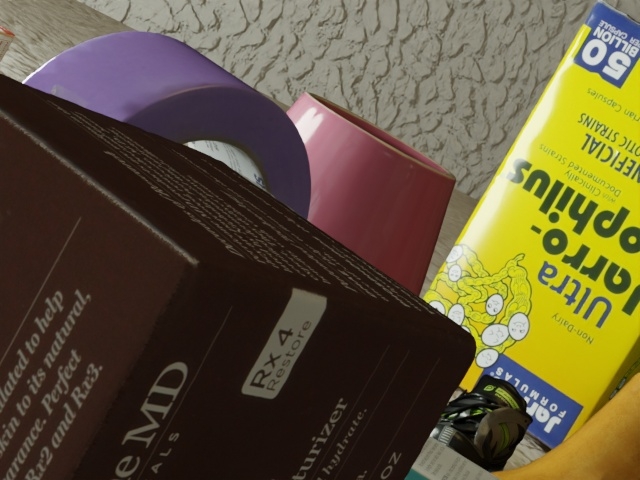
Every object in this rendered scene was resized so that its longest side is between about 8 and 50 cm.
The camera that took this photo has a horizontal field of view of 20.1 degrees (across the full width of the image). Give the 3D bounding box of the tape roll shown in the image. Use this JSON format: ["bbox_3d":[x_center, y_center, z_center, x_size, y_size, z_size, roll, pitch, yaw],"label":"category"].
[{"bbox_3d":[-0.102,-0.016,1.015,0.080,0.189,0.189,36,10,40],"label":"tape roll"}]

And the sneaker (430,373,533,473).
[{"bbox_3d":[0.101,0.129,1.243,0.067,0.078,0.188,32,9,16],"label":"sneaker"}]

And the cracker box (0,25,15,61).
[{"bbox_3d":[-0.394,-0.207,1.607,0.155,0.067,0.232,32,8,14],"label":"cracker box"}]

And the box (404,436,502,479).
[{"bbox_3d":[0.098,0.175,0.998,0.244,0.060,0.100,31,8,8],"label":"box"}]

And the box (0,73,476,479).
[{"bbox_3d":[-0.081,0.054,0.716,0.167,0.168,0.203,36,10,33],"label":"box"}]

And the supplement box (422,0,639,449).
[{"bbox_3d":[0.264,-0.001,1.628,0.194,0.357,0.195,33,9,26],"label":"supplement box"}]

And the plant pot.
[{"bbox_3d":[0.000,0.000,1.318,0.201,0.180,0.201,29,7,-4],"label":"plant pot"}]

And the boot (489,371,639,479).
[{"bbox_3d":[0.198,0.120,1.160,0.295,0.211,0.104,21,11,-46],"label":"boot"}]
